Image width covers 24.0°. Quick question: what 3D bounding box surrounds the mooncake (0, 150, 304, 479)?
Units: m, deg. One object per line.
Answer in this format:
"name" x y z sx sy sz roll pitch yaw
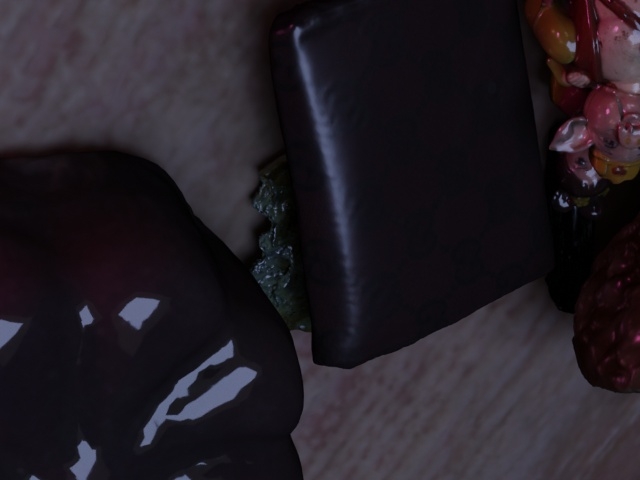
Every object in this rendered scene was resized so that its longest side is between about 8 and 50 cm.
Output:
"mooncake" -0.145 0.105 0.847 0.306 0.154 0.306 -13 122 -22

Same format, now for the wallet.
"wallet" 0.057 -0.052 0.902 0.182 0.049 0.229 -23 119 -25

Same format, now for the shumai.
"shumai" 0.262 -0.010 0.951 0.189 0.256 0.218 4 93 1

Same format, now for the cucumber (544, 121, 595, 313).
"cucumber" 0.167 -0.016 0.997 0.033 0.034 0.135 -11 119 -14

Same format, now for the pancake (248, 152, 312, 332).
"pancake" 0.006 0.000 0.936 0.116 0.022 0.130 -1 115 -29

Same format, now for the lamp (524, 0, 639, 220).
"lamp" 0.176 -0.121 0.890 0.118 0.118 0.253 -1 110 -25
